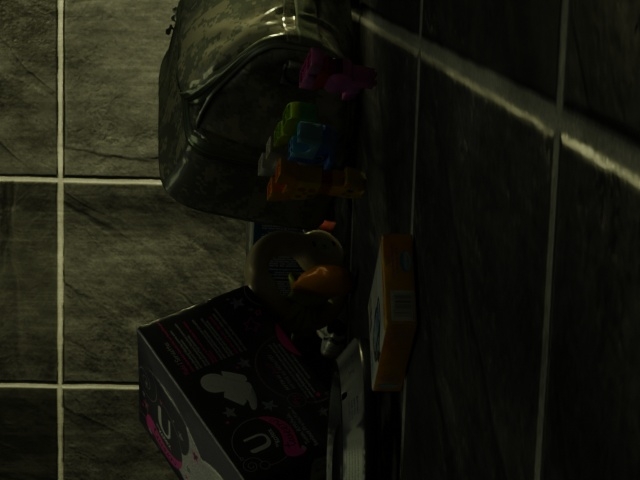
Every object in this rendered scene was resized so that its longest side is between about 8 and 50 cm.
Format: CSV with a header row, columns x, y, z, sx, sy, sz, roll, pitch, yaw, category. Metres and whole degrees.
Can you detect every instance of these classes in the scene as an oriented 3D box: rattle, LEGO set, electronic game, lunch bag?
x,y,z,sx,sy,sz,roll,pitch,yaw,category
0.000,0.000,1.800,0.199,0.130,0.142,-56,-9,-44,rattle
0.007,-0.090,1.588,0.227,0.093,0.087,122,153,-61,LEGO set
0.033,0.200,1.403,0.229,0.048,0.229,-178,90,-87,electronic game
-0.058,-0.205,1.790,0.305,0.213,0.256,-94,23,-46,lunch bag

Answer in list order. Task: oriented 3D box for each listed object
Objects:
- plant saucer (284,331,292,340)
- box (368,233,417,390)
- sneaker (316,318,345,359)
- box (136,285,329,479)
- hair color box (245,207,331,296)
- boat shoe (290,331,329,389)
x,y,z,sx,sy,sz,roll,pitch,yaw,category
-0.043,0.225,2.077,0.278,0.041,0.277,-8,-90,-85,plant saucer
0.056,0.063,1.277,0.136,0.028,0.081,94,176,-60,box
0.016,0.102,1.834,0.083,0.032,0.037,-107,31,-61,sneaker
-0.083,0.200,1.695,0.247,0.142,0.163,51,149,38,box
-0.043,-0.047,2.118,0.347,0.105,0.174,96,174,-47,hair color box
-0.015,0.148,2.023,0.049,0.056,0.152,-111,22,-66,boat shoe
